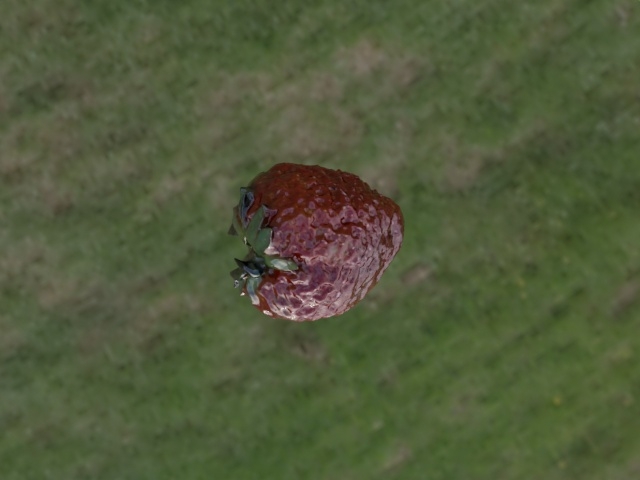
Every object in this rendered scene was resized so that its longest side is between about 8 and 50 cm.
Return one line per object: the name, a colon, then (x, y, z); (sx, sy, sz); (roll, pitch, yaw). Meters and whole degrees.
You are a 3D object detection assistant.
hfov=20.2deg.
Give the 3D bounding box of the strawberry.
strawberry: (0.000, 0.003, 1.477); (0.148, 0.131, 0.131); (6, 138, -10)
